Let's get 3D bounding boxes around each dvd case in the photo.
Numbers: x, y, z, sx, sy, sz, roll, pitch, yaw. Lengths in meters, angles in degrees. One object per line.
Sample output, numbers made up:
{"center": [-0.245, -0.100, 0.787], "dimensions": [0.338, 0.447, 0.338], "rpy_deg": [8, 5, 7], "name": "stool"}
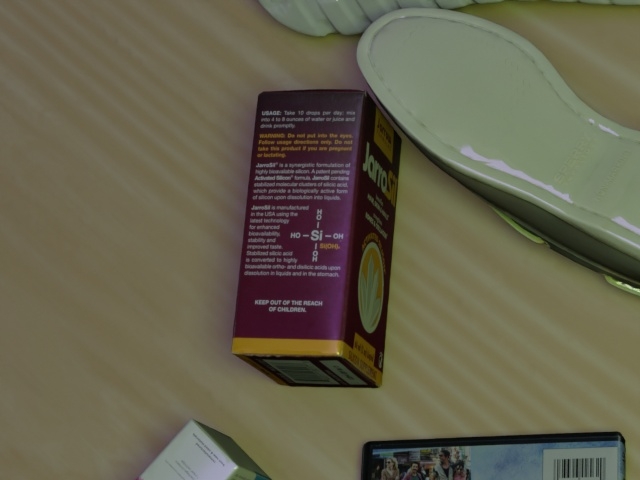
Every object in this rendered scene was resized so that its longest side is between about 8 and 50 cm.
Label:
{"center": [0.108, 0.249, 1.251], "dimensions": [0.180, 0.022, 0.253], "rpy_deg": [-4, 66, 19], "name": "dvd case"}

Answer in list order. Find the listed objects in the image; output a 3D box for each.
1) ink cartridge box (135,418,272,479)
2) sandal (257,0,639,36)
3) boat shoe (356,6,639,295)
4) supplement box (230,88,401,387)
{"center": [-0.100, 0.189, 1.317], "dimensions": [0.122, 0.088, 0.052], "rpy_deg": [-47, 69, 0], "name": "ink cartridge box"}
{"center": [0.141, -0.250, 1.361], "dimensions": [0.416, 0.169, 0.102], "rpy_deg": [-5, 32, 17], "name": "sandal"}
{"center": [0.152, -0.054, 1.304], "dimensions": [0.305, 0.091, 0.109], "rpy_deg": [33, 72, 22], "name": "boat shoe"}
{"center": [0.000, 0.000, 1.334], "dimensions": [0.080, 0.104, 0.188], "rpy_deg": [1, 74, 18], "name": "supplement box"}
